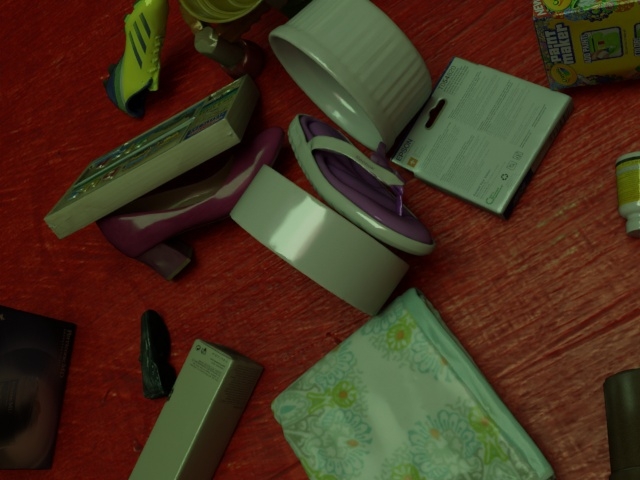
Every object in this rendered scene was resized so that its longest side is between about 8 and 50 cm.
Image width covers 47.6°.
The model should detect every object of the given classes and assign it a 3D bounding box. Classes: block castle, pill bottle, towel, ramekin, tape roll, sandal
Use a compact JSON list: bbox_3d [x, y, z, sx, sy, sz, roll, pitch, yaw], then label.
[{"bbox_3d":[-0.087,-0.560,1.407,0.453,0.213,0.303,-38,74,18],"label":"block castle"},{"bbox_3d":[0.468,-0.066,1.060,0.065,0.065,0.116,-5,72,24],"label":"pill bottle"},{"bbox_3d":[0.127,0.304,1.097,0.320,0.090,0.374,-39,61,9],"label":"towel"},{"bbox_3d":[0.057,-0.289,1.216,0.135,0.277,0.277,-47,60,-2],"label":"ramekin"},{"bbox_3d":[0.000,0.000,1.143,0.286,0.286,0.100,35,91,30],"label":"tape roll"},{"bbox_3d":[0.056,-0.123,1.163,0.102,0.169,0.416,-62,39,21],"label":"sandal"}]

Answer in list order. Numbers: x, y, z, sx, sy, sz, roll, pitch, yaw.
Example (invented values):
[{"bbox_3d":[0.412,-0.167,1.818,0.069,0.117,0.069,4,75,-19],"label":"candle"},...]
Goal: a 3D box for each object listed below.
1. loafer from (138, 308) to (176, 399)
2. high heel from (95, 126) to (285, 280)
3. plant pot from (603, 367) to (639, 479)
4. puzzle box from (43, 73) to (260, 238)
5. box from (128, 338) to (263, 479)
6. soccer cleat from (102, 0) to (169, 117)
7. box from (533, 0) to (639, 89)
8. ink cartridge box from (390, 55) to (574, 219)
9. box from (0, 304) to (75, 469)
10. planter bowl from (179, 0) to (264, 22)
[{"bbox_3d":[-0.319,0.213,1.358,0.061,0.062,0.170,-24,64,23],"label":"loafer"},{"bbox_3d":[-0.238,-0.102,1.335,0.377,0.181,0.127,-48,20,7],"label":"high heel"},{"bbox_3d":[0.441,0.255,0.929,0.167,0.167,0.165,-13,61,22],"label":"plant pot"},{"bbox_3d":[-0.313,-0.166,1.384,0.409,0.052,0.272,-26,25,16],"label":"puzzle box"},{"bbox_3d":[-0.212,0.316,1.245,0.094,0.113,0.275,23,84,30],"label":"box"},{"bbox_3d":[-0.358,-0.377,1.492,0.121,0.093,0.289,46,131,10],"label":"soccer cleat"},{"bbox_3d":[0.473,-0.407,1.080,0.279,0.177,0.290,-4,64,25],"label":"box"},{"bbox_3d":[0.264,-0.174,1.204,0.224,0.045,0.223,31,88,31],"label":"ink cartridge box"},{"bbox_3d":[-0.644,0.271,1.361,0.183,0.294,0.296,-1,74,23],"label":"box"},{"bbox_3d":[-0.143,-0.471,1.261,0.217,0.090,0.217,-2,86,24],"label":"planter bowl"}]
